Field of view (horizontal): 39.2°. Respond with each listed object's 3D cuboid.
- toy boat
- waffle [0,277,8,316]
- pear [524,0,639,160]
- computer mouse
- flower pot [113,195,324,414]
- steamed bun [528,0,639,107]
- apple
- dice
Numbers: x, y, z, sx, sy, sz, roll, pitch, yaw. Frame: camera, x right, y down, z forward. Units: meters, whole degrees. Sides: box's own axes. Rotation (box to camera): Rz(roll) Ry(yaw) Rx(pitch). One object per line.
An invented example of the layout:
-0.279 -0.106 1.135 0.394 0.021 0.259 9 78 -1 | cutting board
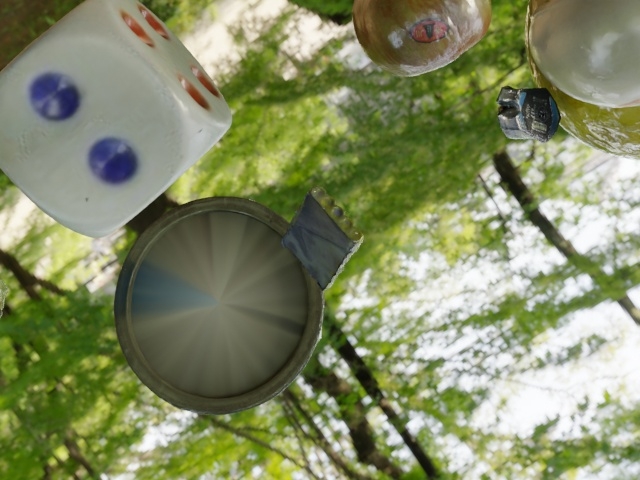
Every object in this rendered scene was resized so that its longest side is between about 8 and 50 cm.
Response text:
0.000 0.000 0.768 0.016 0.063 0.115 -36 171 -25 | toy boat
-0.356 0.122 0.741 0.204 0.054 0.223 -37 -167 25 | waffle
0.493 -0.292 1.326 0.362 0.418 0.362 -38 -157 19 | pear
0.284 -0.177 1.268 0.135 0.079 0.047 4 175 -41 | computer mouse
-0.080 0.080 0.951 0.212 0.212 0.202 -35 163 3 | flower pot
0.346 -0.221 0.959 0.232 0.145 0.232 -24 -176 2 | steamed bun
0.093 -0.213 0.837 0.126 0.102 0.126 -32 -164 10 | apple
-0.356 -0.210 1.506 0.304 0.304 0.277 -38 -168 14 | dice
